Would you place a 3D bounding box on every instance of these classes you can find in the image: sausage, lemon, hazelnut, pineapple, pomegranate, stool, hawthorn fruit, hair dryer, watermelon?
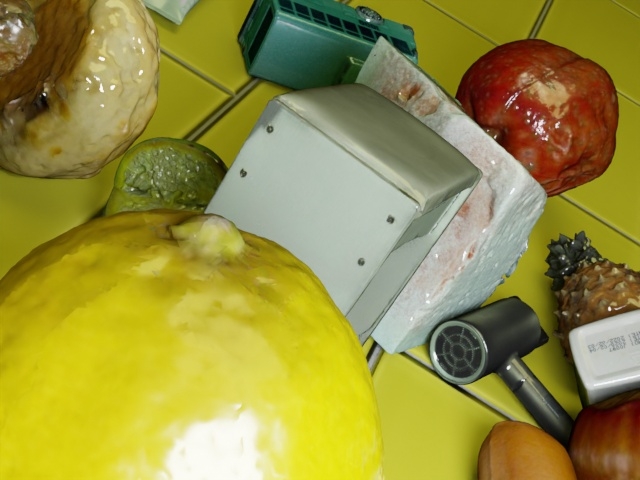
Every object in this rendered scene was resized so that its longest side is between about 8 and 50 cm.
[{"bbox_3d":[0.206,0.279,1.165,0.105,0.105,0.274,24,30,-13],"label":"sausage"},{"bbox_3d":[-0.115,0.141,0.838,0.364,0.364,0.364,23,30,-14],"label":"lemon"},{"bbox_3d":[0.370,0.260,1.258,0.229,0.229,0.229,23,30,-14],"label":"hazelnut"},{"bbox_3d":[0.362,0.081,1.593,0.158,0.158,0.279,23,18,-15],"label":"pineapple"},{"bbox_3d":[-0.154,-0.017,1.271,0.143,0.122,0.169,0,70,1],"label":"pomegranate"},{"bbox_3d":[0.000,0.000,1.195,0.170,0.270,0.243,38,20,11],"label":"stool"},{"bbox_3d":[0.321,-0.177,1.821,0.258,0.258,0.262,33,23,4],"label":"hawthorn fruit"},{"bbox_3d":[0.260,0.177,1.420,0.195,0.078,0.248,-14,62,-52],"label":"hair dryer"},{"bbox_3d":[0.149,-0.054,1.408,0.228,0.258,0.387,18,67,-35],"label":"watermelon"}]

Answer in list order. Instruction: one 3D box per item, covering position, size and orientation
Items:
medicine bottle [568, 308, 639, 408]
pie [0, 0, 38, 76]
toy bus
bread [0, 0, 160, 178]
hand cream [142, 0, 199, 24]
[{"bbox_3d":[0.361,0.164,1.389,0.132,0.188,0.088,-16,53,6],"label":"medicine bottle"},{"bbox_3d":[-0.511,-0.252,1.224,0.395,0.180,0.418,-13,44,-26],"label":"pie"},{"bbox_3d":[0.018,-0.284,1.819,0.256,0.128,0.147,16,35,-21],"label":"toy bus"},{"bbox_3d":[-0.258,-0.165,1.286,0.134,0.244,0.244,33,20,-45],"label":"bread"},{"bbox_3d":[-0.207,-0.377,1.833,0.078,0.050,0.205,31,33,1],"label":"hand cream"}]
